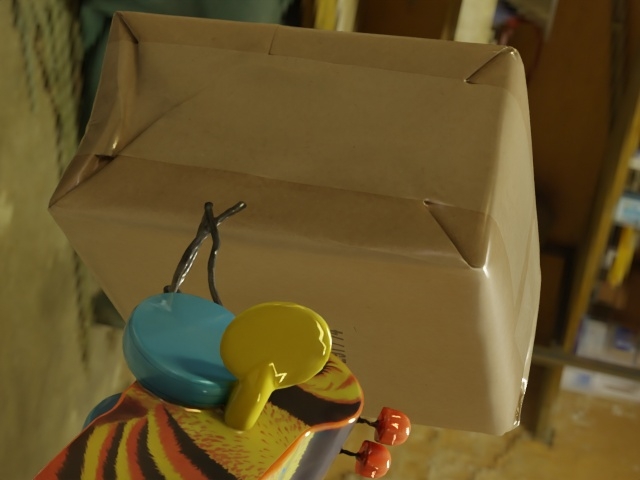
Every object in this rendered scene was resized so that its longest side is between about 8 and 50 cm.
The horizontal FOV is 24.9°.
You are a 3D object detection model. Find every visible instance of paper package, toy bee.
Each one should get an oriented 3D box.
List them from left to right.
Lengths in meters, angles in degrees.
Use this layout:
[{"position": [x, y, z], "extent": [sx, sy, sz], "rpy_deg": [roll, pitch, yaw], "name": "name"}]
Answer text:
[{"position": [-0.034, 0.089, 0.752], "extent": [0.195, 0.162, 0.298], "rpy_deg": [115, 0, -53], "name": "toy bee"}, {"position": [0.000, 0.000, 1.073], "extent": [0.325, 0.309, 0.168], "rpy_deg": [71, 29, -62], "name": "paper package"}]
